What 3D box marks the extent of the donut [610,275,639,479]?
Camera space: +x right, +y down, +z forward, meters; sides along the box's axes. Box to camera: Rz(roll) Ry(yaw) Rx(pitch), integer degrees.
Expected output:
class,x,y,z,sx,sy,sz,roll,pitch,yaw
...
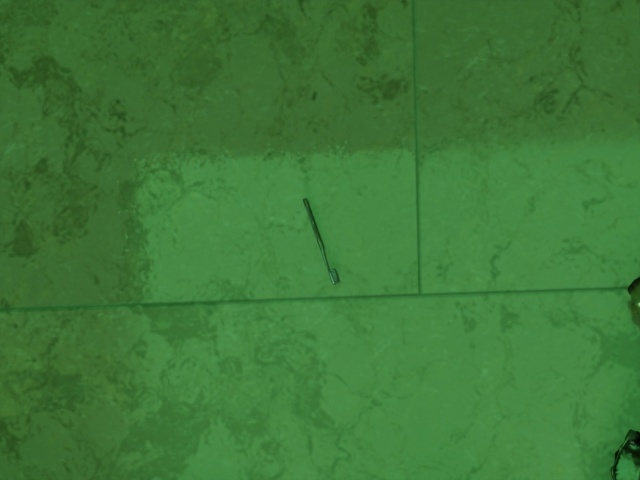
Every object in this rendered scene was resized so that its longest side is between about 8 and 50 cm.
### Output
class,x,y,z,sx,sy,sz,roll,pitch,yaw
donut,0.399,0.193,1.709,0.259,0.136,0.345,10,84,9

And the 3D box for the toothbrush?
class,x,y,z,sx,sy,sz,roll,pitch,yaw
toothbrush,0.000,0.000,1.869,0.008,0.006,0.097,-19,78,-7
